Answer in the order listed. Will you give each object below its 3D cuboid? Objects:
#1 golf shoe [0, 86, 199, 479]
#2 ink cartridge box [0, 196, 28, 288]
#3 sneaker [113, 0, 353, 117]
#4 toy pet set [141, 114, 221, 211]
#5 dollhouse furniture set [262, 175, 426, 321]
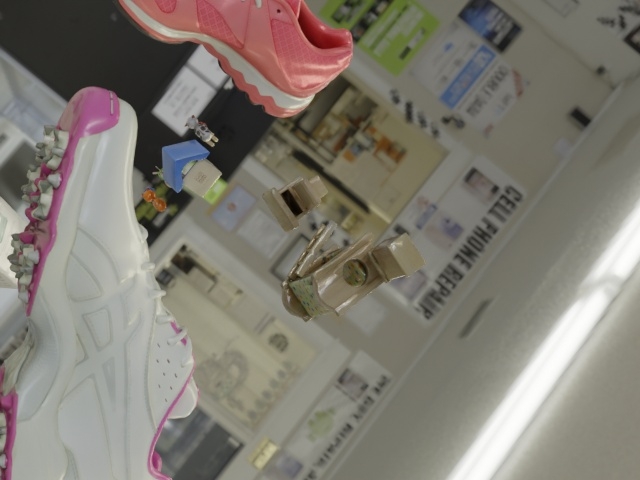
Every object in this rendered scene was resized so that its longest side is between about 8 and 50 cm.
[{"bbox_3d":[-0.145,0.051,0.628,0.115,0.140,0.306,-135,-124,-62],"label":"golf shoe"},{"bbox_3d":[-0.440,-0.033,1.044,0.231,0.134,0.078,63,35,-56],"label":"ink cartridge box"},{"bbox_3d":[-0.089,-0.259,0.979,0.136,0.314,0.116,-26,-131,37],"label":"sneaker"},{"bbox_3d":[-0.179,-0.094,1.116,0.122,0.065,0.114,-52,-140,3],"label":"toy pet set"},{"bbox_3d":[0.000,0.000,1.052,0.101,0.161,0.182,-36,-175,-23],"label":"dollhouse furniture set"}]
